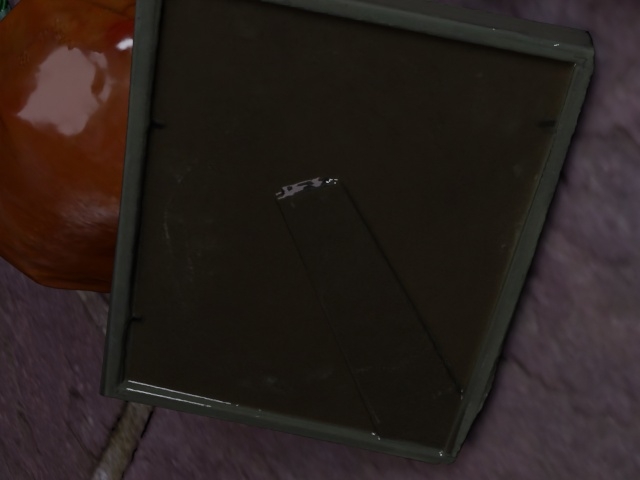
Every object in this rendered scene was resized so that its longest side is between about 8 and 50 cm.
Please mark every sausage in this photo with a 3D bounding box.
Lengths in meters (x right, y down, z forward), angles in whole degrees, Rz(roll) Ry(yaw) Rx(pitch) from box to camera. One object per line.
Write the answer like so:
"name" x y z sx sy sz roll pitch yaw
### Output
"sausage" -0.111 -0.062 0.747 0.141 0.153 0.268 44 149 -11

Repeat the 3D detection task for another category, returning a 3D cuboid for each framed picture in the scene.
"framed picture" 0.000 0.000 0.637 0.023 0.189 0.260 -82 2 -48

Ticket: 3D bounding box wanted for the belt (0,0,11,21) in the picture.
"belt" -0.272 -0.148 0.988 0.121 0.079 0.151 -22 92 57
